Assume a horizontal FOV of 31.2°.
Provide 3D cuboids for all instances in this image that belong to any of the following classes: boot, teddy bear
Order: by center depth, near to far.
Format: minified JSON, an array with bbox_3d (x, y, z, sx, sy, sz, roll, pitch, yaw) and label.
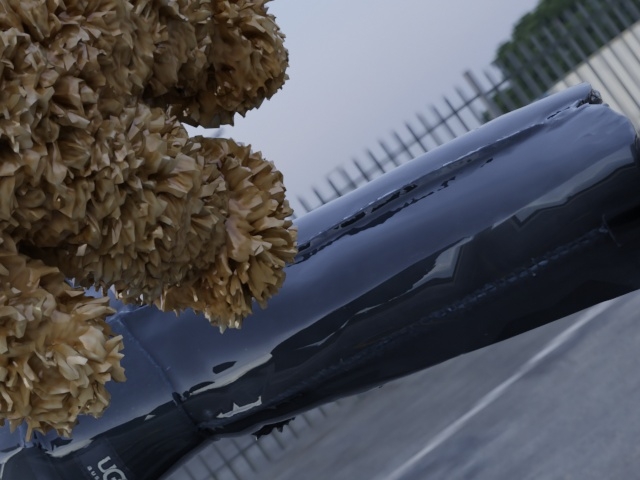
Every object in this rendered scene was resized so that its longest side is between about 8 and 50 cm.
[{"bbox_3d":[-0.112,-0.053,0.390,0.113,0.245,0.338,1,-18,37],"label":"teddy bear"},{"bbox_3d":[0.000,0.001,0.838,0.445,0.146,0.367,-29,29,12],"label":"boot"}]
